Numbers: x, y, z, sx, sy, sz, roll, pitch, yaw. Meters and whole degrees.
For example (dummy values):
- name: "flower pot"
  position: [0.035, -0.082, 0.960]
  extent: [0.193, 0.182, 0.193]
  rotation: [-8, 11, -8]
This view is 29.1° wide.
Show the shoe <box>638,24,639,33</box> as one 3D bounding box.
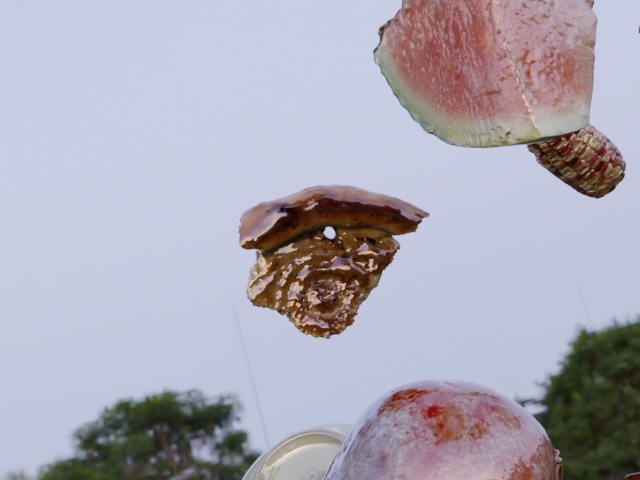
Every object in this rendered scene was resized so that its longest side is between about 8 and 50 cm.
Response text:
- name: "shoe"
  position: [0.409, -0.253, 1.411]
  extent: [0.092, 0.089, 0.180]
  rotation: [-38, -27, -8]

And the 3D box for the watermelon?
- name: "watermelon"
  position: [0.195, -0.223, 1.460]
  extent: [0.193, 0.231, 0.310]
  rotation: [19, 9, -23]

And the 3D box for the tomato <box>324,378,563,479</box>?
- name: "tomato"
  position: [0.150, 0.327, 1.545]
  extent: [0.316, 0.283, 0.316]
  rotation: [-59, -2, -3]

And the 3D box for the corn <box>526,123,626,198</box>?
- name: "corn"
  position: [0.335, -0.162, 1.828]
  extent: [0.290, 0.098, 0.098]
  rotation: [31, -38, -24]

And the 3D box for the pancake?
- name: "pancake"
  position: [0.000, 0.000, 1.689]
  extent: [0.257, 0.212, 0.056]
  rotation: [-52, 6, -18]

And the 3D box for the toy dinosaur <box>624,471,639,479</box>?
- name: "toy dinosaur"
  position: [0.754, 0.462, 2.410]
  extent: [0.113, 0.206, 0.327]
  rotation: [-14, 23, -33]

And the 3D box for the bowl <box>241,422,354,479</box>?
- name: "bowl"
  position: [0.007, 0.412, 1.887]
  extent: [0.354, 0.354, 0.185]
  rotation: [-17, -49, 8]
